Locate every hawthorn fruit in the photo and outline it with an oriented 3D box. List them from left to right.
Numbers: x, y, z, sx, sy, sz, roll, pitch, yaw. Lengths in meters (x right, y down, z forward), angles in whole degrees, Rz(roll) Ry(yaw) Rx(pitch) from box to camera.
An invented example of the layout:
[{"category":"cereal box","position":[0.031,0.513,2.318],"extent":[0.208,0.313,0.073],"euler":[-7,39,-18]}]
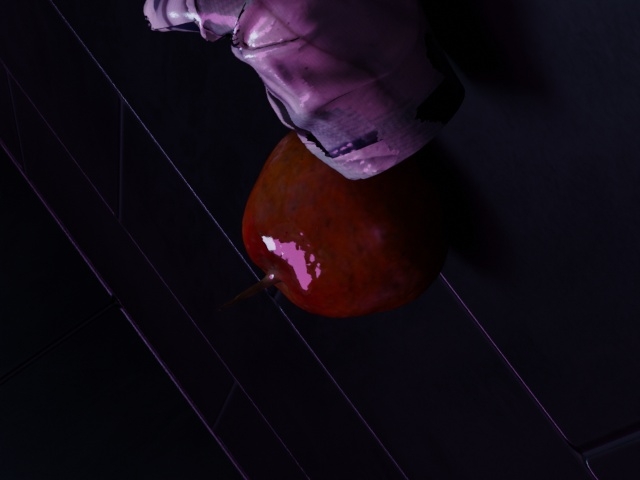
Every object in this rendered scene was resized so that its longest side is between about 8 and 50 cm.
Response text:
[{"category":"hawthorn fruit","position":[0.012,-0.007,0.986],"extent":[0.125,0.140,0.125],"euler":[31,-169,-7]}]

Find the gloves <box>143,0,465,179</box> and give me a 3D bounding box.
[{"category":"gloves","position":[-0.018,-0.138,0.789],"extent":[0.212,0.127,0.111],"euler":[55,158,-17]}]
